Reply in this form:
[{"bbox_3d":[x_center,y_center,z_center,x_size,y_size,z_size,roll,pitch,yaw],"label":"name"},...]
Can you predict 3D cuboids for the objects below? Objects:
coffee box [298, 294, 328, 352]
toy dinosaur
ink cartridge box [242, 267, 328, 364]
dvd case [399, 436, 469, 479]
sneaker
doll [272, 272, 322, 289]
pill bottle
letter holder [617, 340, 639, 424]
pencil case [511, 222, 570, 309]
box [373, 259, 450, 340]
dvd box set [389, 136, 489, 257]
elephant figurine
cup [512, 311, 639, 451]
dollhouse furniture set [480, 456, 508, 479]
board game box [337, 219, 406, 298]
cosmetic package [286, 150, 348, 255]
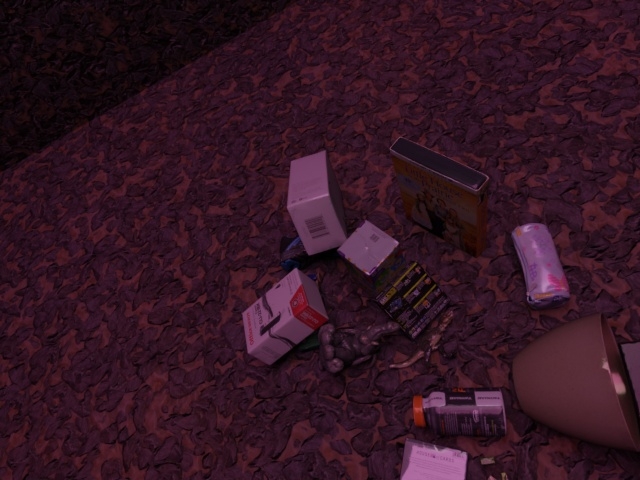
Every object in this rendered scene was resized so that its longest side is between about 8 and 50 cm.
[{"bbox_3d":[-0.030,0.292,1.582,0.113,0.040,0.184,-18,58,11],"label":"coffee box"},{"bbox_3d":[0.349,0.343,1.413,0.268,0.064,0.118,-42,41,-5],"label":"toy dinosaur"},{"bbox_3d":[-0.128,0.258,1.523,0.273,0.114,0.197,-41,35,14],"label":"ink cartridge box"},{"bbox_3d":[0.309,0.696,1.249,0.179,0.029,0.238,5,63,21],"label":"dvd case"},{"bbox_3d":[0.000,0.000,1.686,0.341,0.125,0.139,-15,54,8],"label":"sneaker"},{"bbox_3d":[-0.093,0.164,1.666,0.189,0.046,0.129,-8,37,17],"label":"doll"},{"bbox_3d":[0.391,0.487,1.276,0.246,0.130,0.130,-6,61,16],"label":"pill bottle"},{"bbox_3d":[0.872,0.415,1.120,0.152,0.214,0.301,-14,62,28],"label":"letter holder"},{"bbox_3d":[0.686,0.081,1.410,0.124,0.113,0.273,-4,60,7],"label":"pencil case"},{"bbox_3d":[0.299,0.194,1.457,0.191,0.045,0.184,-45,96,-10],"label":"box"},{"bbox_3d":[0.389,-0.126,1.446,0.308,0.420,0.062,34,77,30],"label":"dvd box set"},{"bbox_3d":[0.121,0.344,1.445,0.240,0.186,0.169,-7,94,-14],"label":"elephant figurine"},{"bbox_3d":[0.651,0.368,1.173,0.237,0.331,0.331,-17,55,35],"label":"cup"},{"bbox_3d":[0.466,0.663,1.195,0.076,0.058,0.151,-11,59,13],"label":"dollhouse furniture set"},{"bbox_3d":[0.181,0.082,1.486,0.142,0.275,0.144,-47,58,-9],"label":"board game box"},{"bbox_3d":[-0.011,-0.149,1.637,0.156,0.217,0.385,-17,33,11],"label":"cosmetic package"}]
